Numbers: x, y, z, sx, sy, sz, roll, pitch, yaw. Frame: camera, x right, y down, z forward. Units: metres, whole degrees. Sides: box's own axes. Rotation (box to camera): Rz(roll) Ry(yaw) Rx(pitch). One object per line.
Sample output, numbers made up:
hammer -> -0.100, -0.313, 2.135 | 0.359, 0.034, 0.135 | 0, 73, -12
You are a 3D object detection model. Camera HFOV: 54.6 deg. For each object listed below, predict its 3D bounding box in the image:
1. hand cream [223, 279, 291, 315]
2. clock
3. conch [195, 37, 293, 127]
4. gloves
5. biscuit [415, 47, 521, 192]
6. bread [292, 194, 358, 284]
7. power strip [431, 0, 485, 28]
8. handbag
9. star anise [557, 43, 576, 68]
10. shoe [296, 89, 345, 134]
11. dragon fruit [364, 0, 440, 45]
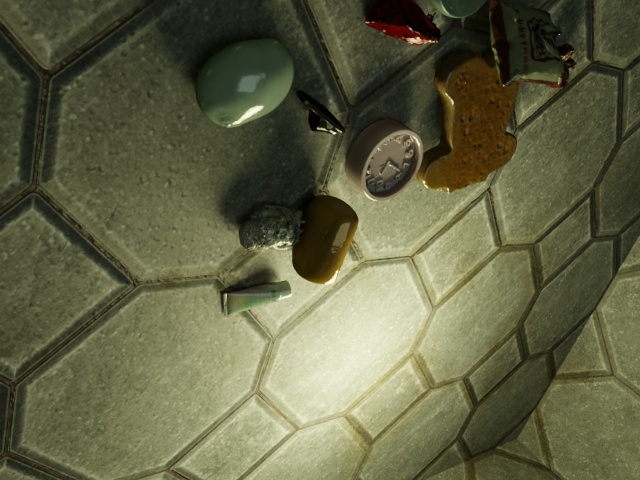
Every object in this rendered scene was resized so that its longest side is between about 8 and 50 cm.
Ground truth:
hand cream -> -0.160, 0.140, 1.557 | 0.174, 0.047, 0.076 | -14, 131, -22
clock -> 0.160, -0.198, 1.538 | 0.196, 0.068, 0.197 | -23, 135, -25
conch -> -0.132, -0.297, 1.185 | 0.221, 0.121, 0.185 | -32, 167, -24
gloves -> -0.114, -0.027, 1.432 | 0.153, 0.070, 0.114 | -4, 123, -28
biscuit -> 0.395, -0.322, 1.646 | 0.368, 0.076, 0.394 | -22, 131, -27
bread -> 0.000, 0.000, 1.494 | 0.098, 0.147, 0.217 | -14, 127, -52
power strip -> 0.307, -0.567, 1.386 | 0.137, 0.044, 0.216 | -46, 139, -2
handbag -> 0.494, -0.466, 1.489 | 0.235, 0.127, 0.213 | -5, 82, -39
star anise -> 0.681, -0.506, 1.750 | 0.097, 0.070, 0.190 | -35, 149, 30
shoe -> -0.011, -0.268, 1.343 | 0.053, 0.062, 0.159 | -42, 142, 14
dragon fruit -> 0.200, -0.475, 1.318 | 0.192, 0.122, 0.092 | 9, 100, -42
